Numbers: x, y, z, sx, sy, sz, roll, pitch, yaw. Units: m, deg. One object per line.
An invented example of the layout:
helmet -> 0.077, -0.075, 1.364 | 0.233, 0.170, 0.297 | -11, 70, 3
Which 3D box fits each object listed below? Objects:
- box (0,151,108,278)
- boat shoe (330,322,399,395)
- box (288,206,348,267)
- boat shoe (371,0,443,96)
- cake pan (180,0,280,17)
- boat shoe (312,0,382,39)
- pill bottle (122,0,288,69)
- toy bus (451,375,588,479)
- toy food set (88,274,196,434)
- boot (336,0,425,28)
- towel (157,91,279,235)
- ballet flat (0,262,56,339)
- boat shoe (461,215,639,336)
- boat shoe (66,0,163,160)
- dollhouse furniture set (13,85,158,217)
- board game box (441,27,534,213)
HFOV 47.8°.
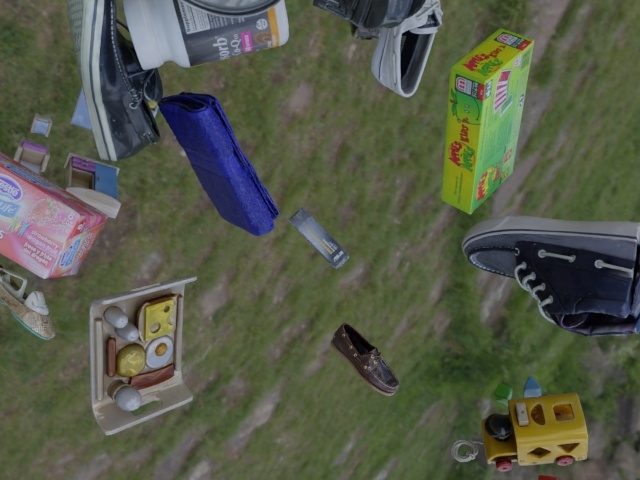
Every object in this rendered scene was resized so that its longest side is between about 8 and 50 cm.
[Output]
box -> -0.590, -0.062, 1.385 | 0.142, 0.300, 0.154 | -60, 177, 3
boat shoe -> 0.113, 0.288, 1.758 | 0.073, 0.207, 0.073 | -26, 151, -54
box -> 0.000, 0.000, 2.043 | 0.056, 0.183, 0.231 | -45, 175, -1
boat shoe -> 0.150, -0.356, 1.144 | 0.096, 0.088, 0.267 | -10, 133, -33
cake pan -> -0.135, -0.450, 0.967 | 0.293, 0.054, 0.293 | 6, 79, -35
boat shoe -> 0.082, -0.426, 1.397 | 0.224, 0.080, 0.073 | 28, 106, -25
pill bottle -> -0.209, -0.412, 1.332 | 0.278, 0.162, 0.162 | -16, 147, -5
toy bus -> 0.345, 0.314, 1.210 | 0.202, 0.191, 0.104 | -42, 140, -23
toy food set -> -0.352, 0.229, 1.480 | 0.220, 0.092, 0.306 | -15, 121, -43
boot -> 0.198, -0.401, 0.779 | 0.445, 0.367, 0.146 | -13, 147, -14
towel -> -0.207, -0.165, 1.498 | 0.076, 0.228, 0.308 | -36, 121, -18
ballet flat -> -0.610, 0.116, 1.470 | 0.067, 0.206, 0.073 | -53, 176, 4
boat shoe -> 0.355, 0.057, 1.138 | 0.127, 0.341, 0.158 | 43, 61, -34
boat shoe -> -0.397, -0.336, 1.422 | 0.156, 0.186, 0.500 | -12, 154, -14
dollhouse furniture set -> -0.568, -0.259, 1.774 | 0.286, 0.198, 0.303 | 17, 116, -27
board game box -> 0.179, -0.126, 0.789 | 0.092, 0.043, 0.181 | -41, 145, -28
